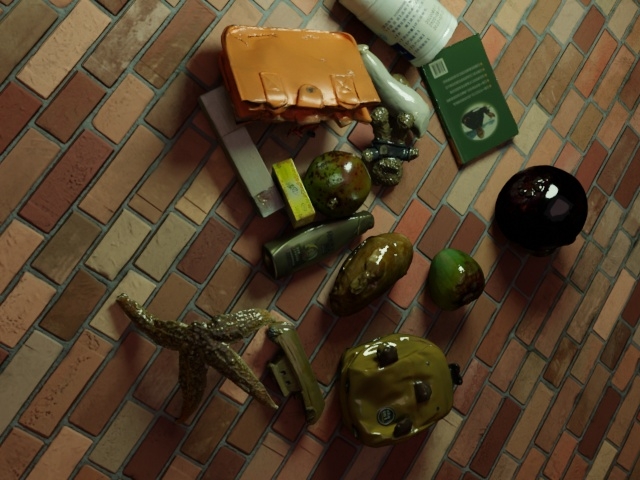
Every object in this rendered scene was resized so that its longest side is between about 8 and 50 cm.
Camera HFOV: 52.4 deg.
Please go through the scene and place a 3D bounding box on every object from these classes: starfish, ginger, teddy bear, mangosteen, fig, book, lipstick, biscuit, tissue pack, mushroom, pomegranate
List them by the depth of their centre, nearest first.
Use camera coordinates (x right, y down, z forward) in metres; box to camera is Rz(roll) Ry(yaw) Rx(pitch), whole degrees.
[{"bbox_3d":[-0.301,0.291,1.731,0.398,0.132,0.383,-13,102,-8],"label":"starfish"},{"bbox_3d":[-0.220,-0.243,1.809,0.080,0.076,0.371,-29,103,-13],"label":"lipstick"},{"bbox_3d":[-0.077,-0.131,1.834,0.062,0.095,0.176,-22,79,-12],"label":"tissue pack"},{"bbox_3d":[0.064,-0.170,1.889,0.246,0.198,0.198,-23,101,-50],"label":"pomegranate"},{"bbox_3d":[0.148,0.088,1.938,0.321,0.172,0.165,-41,66,-16],"label":"ginger"},{"bbox_3d":[0.209,-0.453,1.984,0.351,0.109,0.097,42,58,-12],"label":"mushroom"},{"bbox_3d":[0.214,-0.288,1.985,0.182,0.129,0.251,4,115,-1],"label":"teddy bear"},{"bbox_3d":[0.423,0.119,2.062,0.181,0.181,0.191,-12,71,-24],"label":"fig"},{"bbox_3d":[0.265,-0.460,2.063,0.071,0.018,0.147,-37,103,-20],"label":"biscuit"},{"bbox_3d":[0.737,-0.090,2.133,0.313,0.297,0.297,40,75,-16],"label":"mangosteen"},{"bbox_3d":[0.491,-0.468,2.155,0.260,0.043,0.370,-28,100,-19],"label":"book"}]

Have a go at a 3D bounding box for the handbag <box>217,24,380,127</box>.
[{"bbox_3d":[-0.064,-0.451,1.789,0.410,0.116,0.303,-5,59,-25],"label":"handbag"}]

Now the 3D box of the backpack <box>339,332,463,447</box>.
[{"bbox_3d":[0.234,0.440,1.958,0.378,0.201,0.353,-18,102,-20],"label":"backpack"}]

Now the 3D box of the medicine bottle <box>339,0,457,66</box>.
[{"bbox_3d":[0.229,-0.694,1.950,0.332,0.190,0.189,34,77,-21],"label":"medicine bottle"}]

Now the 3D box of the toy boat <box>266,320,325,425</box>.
[{"bbox_3d":[-0.081,0.385,1.874,0.122,0.089,0.321,-23,99,-14],"label":"toy boat"}]

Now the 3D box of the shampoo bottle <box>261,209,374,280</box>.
[{"bbox_3d":[0.000,0.000,1.904,0.350,0.084,0.125,-23,128,-24],"label":"shampoo bottle"}]

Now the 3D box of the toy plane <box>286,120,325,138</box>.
[{"bbox_3d":[-0.035,-0.338,1.856,0.077,0.194,0.126,32,102,0],"label":"toy plane"}]
